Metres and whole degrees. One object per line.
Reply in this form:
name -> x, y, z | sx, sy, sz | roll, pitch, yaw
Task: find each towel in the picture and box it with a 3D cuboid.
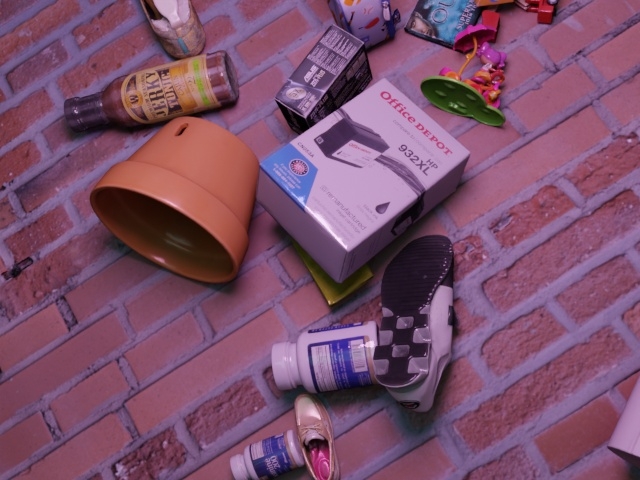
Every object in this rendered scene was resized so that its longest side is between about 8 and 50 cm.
towel -> 0.000, 0.000, 1.454 | 0.102, 0.021, 0.237 | -38, 63, 15

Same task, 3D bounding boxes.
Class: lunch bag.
lunch bag -> 0.050, -0.520, 1.493 | 0.115, 0.243, 0.303 | -23, 72, 4

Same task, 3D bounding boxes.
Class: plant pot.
plant pot -> -0.239, -0.086, 1.431 | 0.291, 0.291, 0.203 | 18, 63, 14

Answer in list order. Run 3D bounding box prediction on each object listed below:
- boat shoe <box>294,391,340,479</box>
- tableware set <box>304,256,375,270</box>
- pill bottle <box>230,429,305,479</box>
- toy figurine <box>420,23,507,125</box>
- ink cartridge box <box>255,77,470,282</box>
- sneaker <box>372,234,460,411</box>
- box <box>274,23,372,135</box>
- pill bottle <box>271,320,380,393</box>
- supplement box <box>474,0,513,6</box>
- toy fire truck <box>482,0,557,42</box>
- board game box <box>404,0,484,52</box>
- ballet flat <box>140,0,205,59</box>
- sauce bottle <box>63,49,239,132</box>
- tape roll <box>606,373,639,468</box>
boat shoe -> -0.007, 0.344, 1.373 | 0.063, 0.059, 0.170 | -21, 73, 4
tableware set -> 0.052, -0.028, 1.470 | 0.128, 0.039, 0.194 | 16, 79, 14
pill bottle -> -0.093, 0.381, 1.375 | 0.120, 0.067, 0.067 | -22, 73, 4
toy figurine -> 0.294, -0.322, 1.468 | 0.173, 0.130, 0.159 | 26, 78, -7
ink cartridge box -> 0.074, -0.112, 1.388 | 0.307, 0.129, 0.223 | -38, 71, -24
sneaker -> 0.174, 0.143, 1.374 | 0.122, 0.146, 0.330 | -3, 50, 29
box -> 0.009, -0.289, 1.490 | 0.077, 0.147, 0.180 | 35, 85, 16
pill bottle -> 0.015, 0.207, 1.377 | 0.186, 0.112, 0.112 | -9, 74, 8
supplement box -> 0.316, -0.558, 1.510 | 0.080, 0.078, 0.233 | -4, 60, 1
toy fire truck -> 0.390, -0.473, 1.521 | 0.135, 0.047, 0.192 | 10, 77, 15
board game box -> 0.260, -0.473, 1.556 | 0.126, 0.026, 0.186 | 24, 81, 15
ballet flat -> -0.337, -0.535, 1.637 | 0.123, 0.123, 0.348 | -26, 72, 3
sauce bottle -> -0.339, -0.286, 1.575 | 0.344, 0.111, 0.111 | -14, 73, 8
tape roll -> 0.581, 0.293, 1.182 | 0.246, 0.246, 0.169 | 27, 81, 16
